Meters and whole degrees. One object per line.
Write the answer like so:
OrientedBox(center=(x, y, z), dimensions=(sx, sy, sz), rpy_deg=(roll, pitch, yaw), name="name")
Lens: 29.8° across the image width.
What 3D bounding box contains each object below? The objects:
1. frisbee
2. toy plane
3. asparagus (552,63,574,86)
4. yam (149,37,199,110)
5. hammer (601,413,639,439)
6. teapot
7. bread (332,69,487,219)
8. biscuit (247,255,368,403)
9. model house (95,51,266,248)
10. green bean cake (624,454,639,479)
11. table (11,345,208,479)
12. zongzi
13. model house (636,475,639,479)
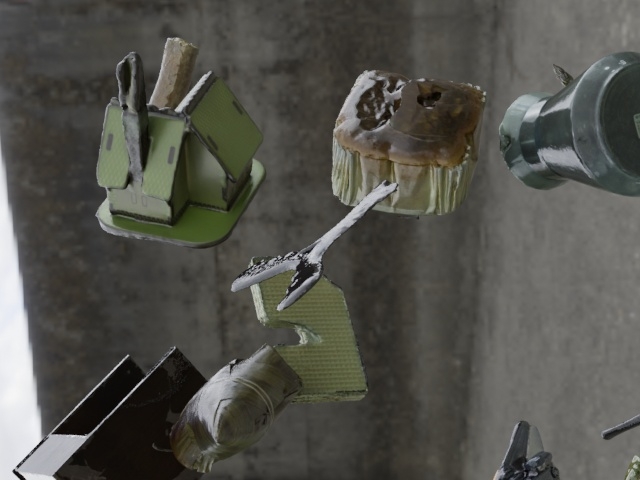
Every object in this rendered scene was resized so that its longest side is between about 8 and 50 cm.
OrientedBox(center=(0.000, 0.000, 1.158), dimensions=(0.012, 0.187, 0.211), rpy_deg=(53, 163, -13), name="frisbee")
OrientedBox(center=(0.326, 0.432, 1.996), dimensions=(0.316, 0.103, 0.204), rpy_deg=(-17, -101, -59), name="toy plane")
OrientedBox(center=(0.457, -0.206, 1.891), dimensions=(0.023, 0.233, 0.022), rpy_deg=(-52, -10, -5), name="asparagus")
OrientedBox(center=(-0.293, -0.228, 2.235), dimensions=(0.066, 0.066, 0.299), rpy_deg=(-87, 14, -83), name="yam")
OrientedBox(center=(0.603, 0.293, 2.090), dimensions=(0.103, 0.246, 0.029), rpy_deg=(37, -149, -40), name="hammer")
OrientedBox(center=(0.347, -0.137, 1.480), dimensions=(0.225, 0.203, 0.171), rpy_deg=(177, 82, -67), name="teapot")
OrientedBox(center=(0.118, -0.138, 1.598), dimensions=(0.210, 0.192, 0.109), rpy_deg=(-65, -19, -46), name="bread")
OrientedBox(center=(-0.023, 0.135, 1.836), dimensions=(0.046, 0.147, 0.250), rpy_deg=(121, 141, -51), name="biscuit")
OrientedBox(center=(-0.198, -0.164, 1.647), dimensions=(0.218, 0.205, 0.278), rpy_deg=(-63, -22, -49), name="model house")
OrientedBox(center=(0.547, 0.363, 1.609), dimensions=(0.233, 0.236, 0.124), rpy_deg=(68, -158, -10), name="green bean cake")
OrientedBox(center=(-0.310, 0.343, 1.967), dimensions=(0.196, 0.282, 0.250), rpy_deg=(49, 153, -12), name="table")
OrientedBox(center=(-0.164, 0.275, 1.676), dimensions=(0.111, 0.248, 0.241), rpy_deg=(49, -151, 3), name="zongzi")
OrientedBox(center=(0.426, 0.238, 1.194), dimensions=(0.268, 0.239, 0.173), rpy_deg=(73, -177, -68), name="model house")
